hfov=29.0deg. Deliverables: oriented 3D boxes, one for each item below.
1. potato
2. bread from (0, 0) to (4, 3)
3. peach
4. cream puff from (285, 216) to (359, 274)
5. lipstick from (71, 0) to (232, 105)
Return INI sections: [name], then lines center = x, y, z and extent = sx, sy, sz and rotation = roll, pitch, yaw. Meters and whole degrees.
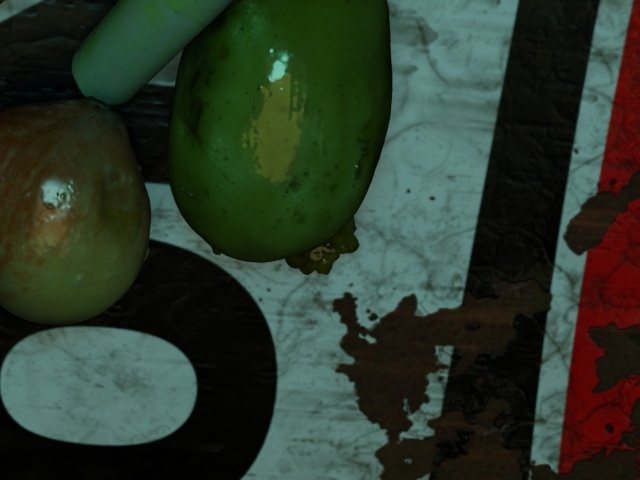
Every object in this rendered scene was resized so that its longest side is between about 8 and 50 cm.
[potato]
center = -0.038, -0.128, 1.182
extent = 0.216, 0.216, 0.304
rotation = 2, 104, -6
[bread]
center = -0.346, -0.230, 1.126
extent = 0.239, 0.074, 0.092
rotation = -26, 114, 38
[peach]
center = -0.256, -0.039, 1.199
extent = 0.233, 0.232, 0.232
rotation = -2, 114, -5
[cream puff]
center = 0.000, 0.000, 1.319
extent = 0.083, 0.058, 0.083
rotation = -1, 112, -3
[lipstick]
center = -0.146, -0.199, 1.107
extent = 0.076, 0.304, 0.076
rotation = 7, 74, -27
